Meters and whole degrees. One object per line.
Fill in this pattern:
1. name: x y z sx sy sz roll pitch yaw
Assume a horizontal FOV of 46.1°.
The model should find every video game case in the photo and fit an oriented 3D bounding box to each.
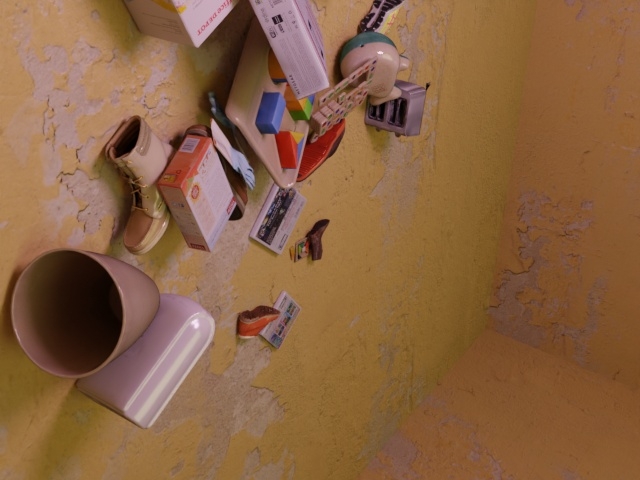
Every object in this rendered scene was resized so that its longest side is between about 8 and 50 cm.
1. video game case: -0.128 0.256 2.407 0.157 0.019 0.143 -61 150 -15
2. video game case: -0.122 -0.068 2.207 0.190 0.022 0.173 -64 151 -6

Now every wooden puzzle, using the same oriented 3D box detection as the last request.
1. wooden puzzle: -0.057 0.029 2.382 0.116 0.014 0.079 -36 137 -44
2. wooden puzzle: -0.099 -0.347 1.919 0.348 0.080 0.322 51 47 -55

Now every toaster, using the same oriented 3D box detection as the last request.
1. toaster: 0.246 -0.434 2.428 0.110 0.168 0.186 -25 129 -49

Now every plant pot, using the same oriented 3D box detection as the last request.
1. plant pot: -0.459 0.137 1.597 0.274 0.256 0.257 -9 117 -74

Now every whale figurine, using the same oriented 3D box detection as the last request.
1. whale figurine: 0.159 -0.515 2.250 0.272 0.216 0.141 45 30 -59

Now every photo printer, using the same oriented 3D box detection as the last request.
1. photo printer: -0.395 0.259 1.740 0.307 0.256 0.107 -55 128 -21

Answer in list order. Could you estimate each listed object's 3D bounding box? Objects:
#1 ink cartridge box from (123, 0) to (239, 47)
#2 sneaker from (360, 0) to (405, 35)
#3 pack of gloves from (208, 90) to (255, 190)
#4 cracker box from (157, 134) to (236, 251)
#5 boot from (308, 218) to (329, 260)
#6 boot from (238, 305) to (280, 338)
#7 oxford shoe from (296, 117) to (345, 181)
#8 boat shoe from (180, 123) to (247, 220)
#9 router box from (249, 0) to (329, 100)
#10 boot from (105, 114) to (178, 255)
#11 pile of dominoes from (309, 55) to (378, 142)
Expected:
1. ink cartridge box: -0.295 -0.532 1.478 0.171 0.168 0.233 -54 147 -23
2. sneaker: 0.192 -0.677 2.291 0.208 0.081 0.094 -51 153 -17
3. pack of gloves: -0.200 -0.245 1.822 0.232 0.046 0.195 55 16 -55
4. cracker box: -0.278 -0.105 1.727 0.232 0.067 0.156 74 31 -50
5. boot: 0.000 0.000 2.425 0.106 0.037 0.114 -42 137 -36
6. boot: -0.187 0.248 2.271 0.158 0.059 0.085 -11 121 -46
7. oxford shoe: -0.003 -0.255 2.214 0.271 0.097 0.098 -52 153 -26
8. boat shoe: -0.258 -0.182 1.845 0.307 0.110 0.104 74 23 -51
9. router box: -0.086 -0.526 1.664 0.301 0.082 0.335 -95 161 -54
10. boot: -0.399 -0.118 1.638 0.262 0.095 0.203 -68 152 -15
11. pile of dominoes: 0.073 -0.384 2.121 0.251 0.040 0.196 -40 163 -22
